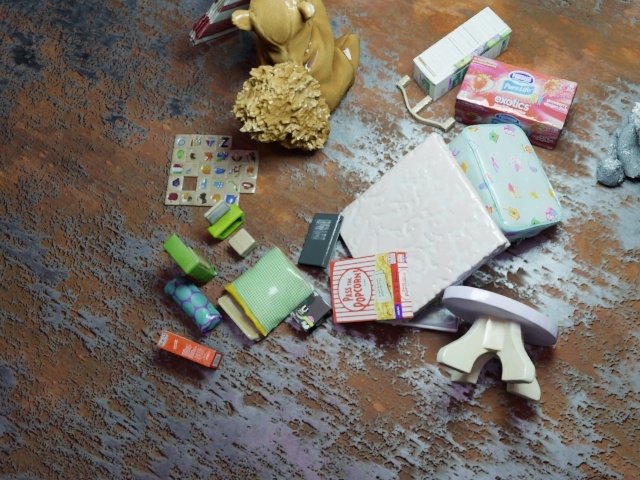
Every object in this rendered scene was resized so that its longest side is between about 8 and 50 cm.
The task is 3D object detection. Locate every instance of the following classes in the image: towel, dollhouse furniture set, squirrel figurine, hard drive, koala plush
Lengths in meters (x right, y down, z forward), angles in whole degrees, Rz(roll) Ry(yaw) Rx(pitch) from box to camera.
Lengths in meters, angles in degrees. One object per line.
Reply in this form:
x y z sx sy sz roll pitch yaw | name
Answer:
0.217 -0.023 1.475 0.332 0.053 0.317 -41 64 25 | towel
-0.187 0.067 1.543 0.197 0.151 0.301 -43 73 -5 | dollhouse furniture set
-0.068 -0.419 1.548 0.280 0.370 0.397 3 75 9 | squirrel figurine
0.000 0.000 1.577 0.094 0.022 0.135 5 71 48 | hard drive
-0.174 -0.603 1.614 0.237 0.329 0.037 -34 95 -37 | towel
0.750 -0.230 1.451 0.196 0.221 0.204 17 77 13 | koala plush

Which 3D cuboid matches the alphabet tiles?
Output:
-0.279 -0.183 1.704 0.237 0.009 0.199 3 74 9 | alphabet tiles

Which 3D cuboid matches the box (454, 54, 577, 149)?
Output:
0.464 -0.333 1.574 0.256 0.123 0.128 21 77 14 | box

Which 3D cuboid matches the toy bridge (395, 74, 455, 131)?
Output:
0.256 -0.341 1.658 0.063 0.026 0.188 -42 72 -3 | toy bridge

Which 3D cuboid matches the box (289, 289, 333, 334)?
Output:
-0.020 0.170 1.541 0.083 0.052 0.062 -41 72 -5 | box

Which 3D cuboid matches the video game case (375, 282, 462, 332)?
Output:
0.234 0.118 1.534 0.190 0.022 0.173 7 76 10 | video game case

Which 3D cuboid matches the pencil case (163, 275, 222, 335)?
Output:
-0.309 0.156 1.582 0.151 0.064 0.070 45 123 16 | pencil case

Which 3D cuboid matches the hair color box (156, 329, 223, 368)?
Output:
-0.308 0.259 1.549 0.141 0.072 0.043 18 78 12 | hair color box

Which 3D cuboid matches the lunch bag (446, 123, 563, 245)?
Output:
0.421 -0.128 1.495 0.223 0.108 0.279 -9 72 -33 | lunch bag

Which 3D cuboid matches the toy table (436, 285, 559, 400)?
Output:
0.367 0.223 1.382 0.274 0.252 0.161 20 70 -6 | toy table

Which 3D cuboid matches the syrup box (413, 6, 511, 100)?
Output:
0.353 -0.468 1.645 0.236 0.093 0.096 -36 73 -3 | syrup box

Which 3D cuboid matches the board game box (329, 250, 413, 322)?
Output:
0.112 0.109 1.479 0.193 0.045 0.147 -11 81 39 | board game box
